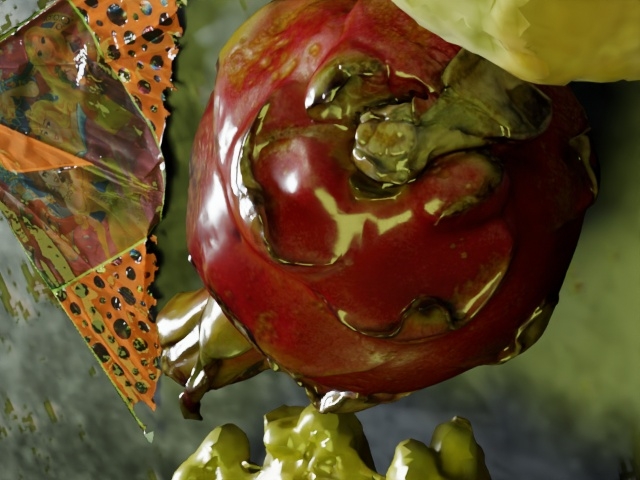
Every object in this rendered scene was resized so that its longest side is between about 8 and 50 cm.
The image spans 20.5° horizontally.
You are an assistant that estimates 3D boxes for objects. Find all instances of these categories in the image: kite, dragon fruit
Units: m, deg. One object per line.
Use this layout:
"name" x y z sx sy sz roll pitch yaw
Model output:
"kite" -0.105 -0.038 0.669 0.125 0.008 0.222 22 122 22
"dragon fruit" 0.000 0.000 0.560 0.246 0.125 0.125 -46 52 52

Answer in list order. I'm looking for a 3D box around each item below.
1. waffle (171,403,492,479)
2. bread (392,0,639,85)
"waffle" 0.055 0.206 0.648 0.307 0.060 0.312 32 129 13
"bread" 0.024 -0.234 0.359 0.236 0.165 0.375 34 144 28
